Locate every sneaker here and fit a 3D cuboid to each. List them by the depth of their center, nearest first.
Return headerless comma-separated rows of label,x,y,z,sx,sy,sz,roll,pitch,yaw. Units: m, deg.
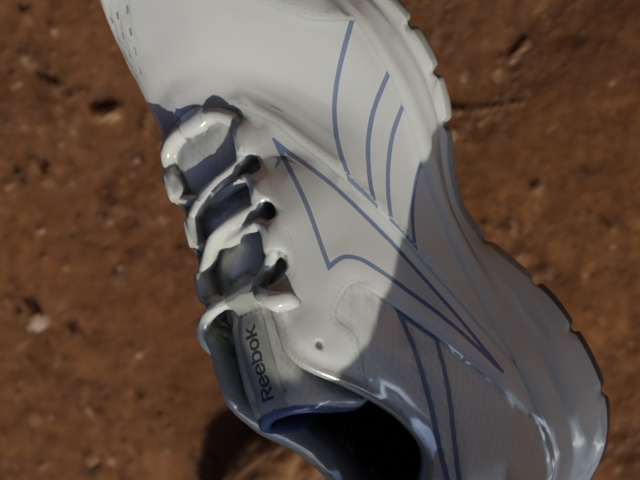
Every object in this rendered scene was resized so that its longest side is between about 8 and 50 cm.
sneaker,0.000,0.000,0.710,0.111,0.129,0.297,-32,93,46
